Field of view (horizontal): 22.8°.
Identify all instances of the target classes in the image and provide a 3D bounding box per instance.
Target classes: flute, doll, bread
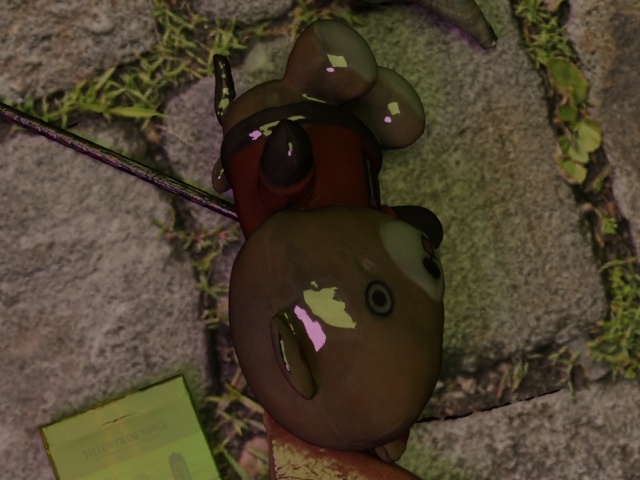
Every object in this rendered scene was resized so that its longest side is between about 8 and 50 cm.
[{"bbox_3d":[-0.174,-0.068,1.298,0.270,0.014,0.014,24,77,0],"label":"flute"},{"bbox_3d":[0.000,0.000,1.208,0.174,0.235,0.330,-18,61,16],"label":"doll"},{"bbox_3d":[0.016,0.208,1.229,0.192,0.067,0.119,31,67,1],"label":"bread"}]

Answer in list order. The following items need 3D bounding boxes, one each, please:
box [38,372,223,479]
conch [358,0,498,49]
[{"bbox_3d":[-0.130,0.214,1.235,0.121,0.030,0.193,-20,80,-9],"label":"box"},{"bbox_3d":[0.038,-0.248,1.310,0.114,0.234,0.137,-27,48,14],"label":"conch"}]
